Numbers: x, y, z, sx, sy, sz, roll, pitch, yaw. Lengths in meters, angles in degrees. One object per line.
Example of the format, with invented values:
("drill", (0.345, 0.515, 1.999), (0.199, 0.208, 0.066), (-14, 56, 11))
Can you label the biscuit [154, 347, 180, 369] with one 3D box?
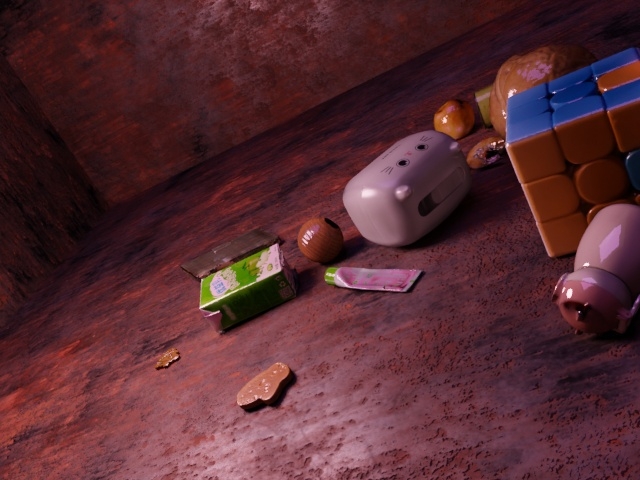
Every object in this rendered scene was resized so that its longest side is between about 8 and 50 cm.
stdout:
("biscuit", (-0.432, 0.332, 1.844), (0.082, 0.016, 0.092), (-26, 24, 11))

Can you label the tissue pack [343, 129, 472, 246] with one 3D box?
("tissue pack", (0.250, -0.141, 1.739), (0.333, 0.229, 0.236), (-40, 24, -24))

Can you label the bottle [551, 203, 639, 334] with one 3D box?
("bottle", (0.500, 0.062, 1.124), (0.236, 0.147, 0.147), (-48, 27, -22))

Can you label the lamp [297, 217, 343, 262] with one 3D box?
("lamp", (0.000, 0.000, 1.873), (0.136, 0.136, 0.136), (-25, 22, 11))

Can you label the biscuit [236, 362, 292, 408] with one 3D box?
("biscuit", (-0.122, 0.333, 1.449), (0.140, 0.023, 0.118), (-32, 22, -7))

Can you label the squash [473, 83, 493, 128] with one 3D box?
("squash", (0.636, -0.475, 2.129), (0.247, 0.132, 0.132), (-20, 24, 19))

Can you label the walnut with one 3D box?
("walnut", (0.618, -0.386, 1.758), (0.333, 0.332, 0.333), (-25, 22, 11))

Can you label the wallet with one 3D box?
("wallet", (-0.300, 0.048, 2.174), (0.317, 0.044, 0.169), (-28, 25, -25))

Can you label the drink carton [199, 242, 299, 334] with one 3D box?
("drink carton", (-0.203, 0.136, 1.842), (0.271, 0.108, 0.161), (-26, 29, 7))

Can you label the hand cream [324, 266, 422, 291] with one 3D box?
("hand cream", (0.128, 0.095, 1.641), (0.275, 0.050, 0.079), (1, 62, 43))

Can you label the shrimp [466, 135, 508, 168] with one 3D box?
("shrimp", (0.515, -0.258, 1.931), (0.187, 0.052, 0.132), (-10, 47, 51))

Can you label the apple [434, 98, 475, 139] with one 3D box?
("apple", (0.459, -0.418, 2.221), (0.146, 0.146, 0.146), (-25, 22, 11))

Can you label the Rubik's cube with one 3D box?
("Rubik's cube", (0.575, -0.184, 1.353), (0.292, 0.291, 0.290), (-18, 24, 25))
